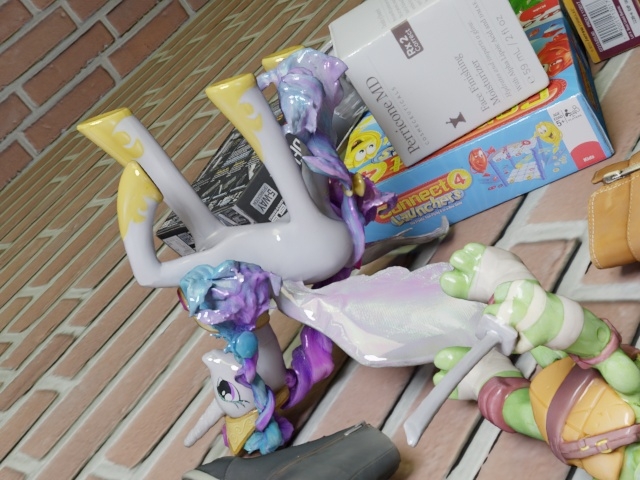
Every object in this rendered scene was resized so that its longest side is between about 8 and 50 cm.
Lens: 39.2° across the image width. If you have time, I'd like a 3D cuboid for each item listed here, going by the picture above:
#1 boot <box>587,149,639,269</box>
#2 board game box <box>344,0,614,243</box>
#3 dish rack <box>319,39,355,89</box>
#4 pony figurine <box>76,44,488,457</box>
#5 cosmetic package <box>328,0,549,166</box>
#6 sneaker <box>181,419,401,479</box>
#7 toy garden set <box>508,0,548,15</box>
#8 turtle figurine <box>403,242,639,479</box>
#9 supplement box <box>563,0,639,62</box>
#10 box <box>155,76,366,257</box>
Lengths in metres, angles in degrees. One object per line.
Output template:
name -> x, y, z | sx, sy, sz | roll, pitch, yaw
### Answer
boot -> 0.313, -0.024, 0.702 | 0.220, 0.109, 0.283 | -19, 28, 29
board game box -> 0.182, -0.147, 1.113 | 0.308, 0.086, 0.302 | -24, 27, 23
dish rack -> 0.136, -0.302, 1.350 | 0.333, 0.072, 0.285 | -38, -8, -5
pony figurine -> -0.017, 0.011, 0.860 | 0.351, 0.363, 0.303 | -21, 17, -6
cosmetic package -> 0.128, -0.211, 1.009 | 0.184, 0.151, 0.151 | -31, 26, 12
sneaker -> -0.028, 0.214, 0.780 | 0.118, 0.083, 0.222 | -29, 11, -34
toy garden set -> 0.304, -0.377, 1.312 | 0.204, 0.049, 0.244 | 122, 162, -64
turtle figurine -> 0.119, 0.113, 0.612 | 0.275, 0.198, 0.266 | -32, 21, 0
supplement box -> 0.372, -0.327, 1.167 | 0.081, 0.104, 0.188 | -20, 29, 28
box -> -0.092, -0.096, 1.270 | 0.242, 0.076, 0.307 | -57, 20, -23
